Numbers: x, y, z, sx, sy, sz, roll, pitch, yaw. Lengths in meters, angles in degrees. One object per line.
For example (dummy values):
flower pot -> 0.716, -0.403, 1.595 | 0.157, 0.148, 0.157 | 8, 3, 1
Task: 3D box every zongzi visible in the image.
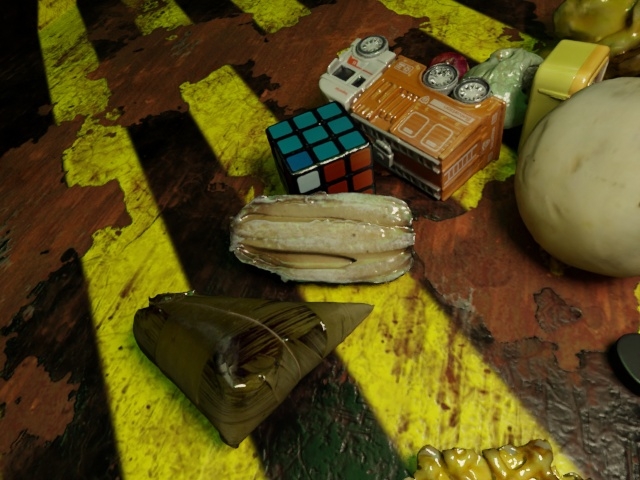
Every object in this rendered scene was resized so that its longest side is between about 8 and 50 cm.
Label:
zongzi -> -0.106, 0.128, 0.701 | 0.273, 0.145, 0.300 | 26, 44, 35

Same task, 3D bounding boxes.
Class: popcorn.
popcorn -> 0.640, -0.458, 0.918 | 0.325, 0.290, 0.321 | -11, 38, -36

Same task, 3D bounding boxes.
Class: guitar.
guitar -> 0.537, 0.144, 0.593 | 0.270, 0.038, 0.084 | -13, 51, 1

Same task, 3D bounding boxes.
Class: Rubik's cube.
Rubik's cube -> 0.003, -0.146, 0.865 | 0.160, 0.163, 0.162 | -23, 54, -7

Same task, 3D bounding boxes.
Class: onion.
onion -> 0.302, -0.399, 1.055 | 0.107, 0.097, 0.107 | -5, 70, 15

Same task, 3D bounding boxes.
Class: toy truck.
toy truck -> 0.163, -0.258, 0.917 | 0.207, 0.173, 0.387 | -43, 58, -12

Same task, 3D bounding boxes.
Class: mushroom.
mushroom -> 0.494, -0.082, 0.676 | 0.335, 0.314, 0.315 | 12, 48, -18

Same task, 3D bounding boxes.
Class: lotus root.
lotus root -> -0.001, 0.000, 0.782 | 0.329, 0.078, 0.167 | 5, 80, 10

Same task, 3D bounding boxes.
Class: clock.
clock -> 0.453, -0.252, 0.829 | 0.096, 0.202, 0.143 | 29, 62, 32

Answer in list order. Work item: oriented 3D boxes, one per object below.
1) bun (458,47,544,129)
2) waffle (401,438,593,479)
bun -> 0.389, -0.331, 0.939 | 0.203, 0.127, 0.213 | -7, 40, 22
waffle -> 0.198, 0.375, 0.458 | 0.328, 0.062, 0.329 | -5, 51, 6
